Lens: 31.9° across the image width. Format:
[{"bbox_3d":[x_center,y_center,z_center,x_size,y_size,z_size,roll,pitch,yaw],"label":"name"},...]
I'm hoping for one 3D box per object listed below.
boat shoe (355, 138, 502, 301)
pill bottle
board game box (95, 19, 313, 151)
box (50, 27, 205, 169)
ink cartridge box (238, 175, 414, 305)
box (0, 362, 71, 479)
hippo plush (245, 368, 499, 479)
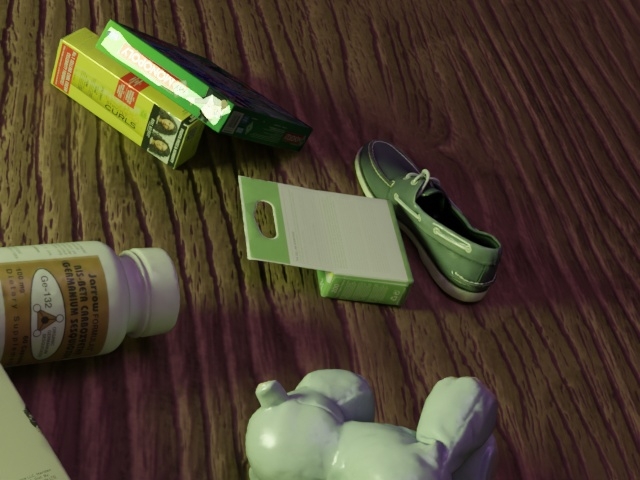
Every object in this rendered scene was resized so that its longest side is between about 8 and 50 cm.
[{"bbox_3d":[0.163,-0.055,1.654,0.116,0.099,0.319,-8,50,-34],"label":"boat shoe"},{"bbox_3d":[-0.282,0.067,1.254,0.229,0.131,0.131,-5,48,-32],"label":"pill bottle"},{"bbox_3d":[-0.152,-0.210,1.575,0.213,0.046,0.317,34,10,15],"label":"board game box"},{"bbox_3d":[-0.273,-0.204,1.599,0.232,0.087,0.058,36,40,11],"label":"box"},{"bbox_3d":[0.000,0.000,1.542,0.235,0.056,0.171,7,42,-17],"label":"ink cartridge box"},{"bbox_3d":[-0.344,0.193,1.098,0.094,0.113,0.275,-14,55,-39],"label":"box"},{"bbox_3d":[0.036,0.261,1.198,0.236,0.234,0.294,13,27,27],"label":"hippo plush"}]
